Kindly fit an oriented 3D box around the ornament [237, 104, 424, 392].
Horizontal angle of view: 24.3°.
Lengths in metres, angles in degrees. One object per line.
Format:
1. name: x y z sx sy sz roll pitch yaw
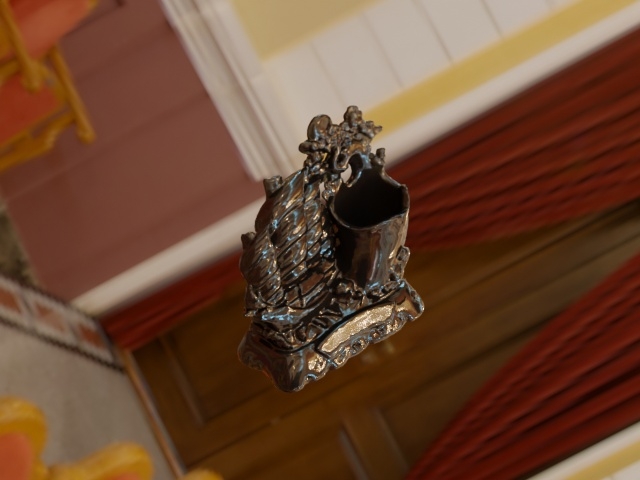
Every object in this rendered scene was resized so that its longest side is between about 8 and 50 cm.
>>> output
1. ornament: 0.000 0.000 1.626 0.106 0.251 0.260 25 -44 43
